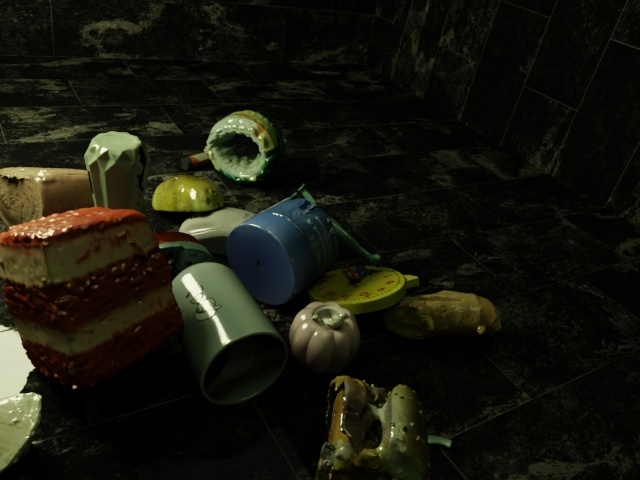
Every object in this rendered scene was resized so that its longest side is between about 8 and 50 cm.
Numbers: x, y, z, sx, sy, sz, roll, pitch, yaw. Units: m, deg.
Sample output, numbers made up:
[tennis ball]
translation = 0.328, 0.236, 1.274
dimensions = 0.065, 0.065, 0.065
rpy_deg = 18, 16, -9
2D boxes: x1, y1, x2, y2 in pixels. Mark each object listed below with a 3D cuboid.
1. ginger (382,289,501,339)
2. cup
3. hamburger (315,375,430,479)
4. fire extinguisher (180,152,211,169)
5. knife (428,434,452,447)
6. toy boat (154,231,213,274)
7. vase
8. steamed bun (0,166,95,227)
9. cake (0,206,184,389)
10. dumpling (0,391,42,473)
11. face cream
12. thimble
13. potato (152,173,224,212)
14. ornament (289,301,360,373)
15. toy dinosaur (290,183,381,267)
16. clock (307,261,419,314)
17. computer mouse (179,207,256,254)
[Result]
[ginger]
translation = 0.341, 0.206, 1.537
dimensions = 0.353, 0.127, 0.190
rpy_deg = 1, 30, -18
[cup]
translation = -0.234, 0.199, 1.278
dimensions = 0.205, 0.206, 0.312
rpy_deg = -10, 37, -31
[hamburger]
translation = 0.090, 0.394, 0.992
dimensions = 0.195, 0.318, 0.277
rpy_deg = 7, 26, 7
[fire extinguisher]
translation = -0.457, -0.314, 2.134
dimensions = 0.062, 0.050, 0.177
rpy_deg = 13, 27, 37
[knife]
translation = 0.193, 0.440, 1.229
dimensions = 0.210, 0.015, 0.028
rpy_deg = 9, 38, -6
[toy boat]
translation = -0.446, 0.071, 1.470
dimensions = 0.331, 0.145, 0.133
rpy_deg = -17, 65, -35
[vase]
translation = -0.545, -0.105, 1.489
dimensions = 0.164, 0.361, 0.165
rpy_deg = 9, 33, -6
[steamed bun]
translation = -0.768, -0.105, 1.571
dimensions = 0.301, 0.200, 0.251
rpy_deg = 9, 11, 35
[cake]
translation = -0.488, 0.100, 1.168
dimensions = 0.269, 0.320, 0.270
rpy_deg = 2, 20, 40
[dumpling]
translation = -0.586, 0.366, 0.996
dimensions = 0.176, 0.093, 0.150
rpy_deg = -17, 42, -39
[face cream]
translation = -0.101, 0.022, 1.542
dimensions = 0.248, 0.249, 0.225
rpy_deg = 28, 40, 22
[thimble]
translation = -0.284, -0.348, 2.060
dimensions = 0.287, 0.255, 0.167
rpy_deg = 7, 28, 15
[potato]
translation = -0.428, -0.157, 1.765
dimensions = 0.271, 0.111, 0.160
rpy_deg = 4, 17, 35
[ornament]
translation = 0.012, 0.232, 1.350
dimensions = 0.177, 0.178, 0.178
rpy_deg = 9, 32, -6
[toy dinosaur]
translation = 0.000, 0.000, 1.726
dimensions = 0.331, 0.383, 0.129
rpy_deg = 48, 63, -3
[clock]
translation = 0.103, 0.122, 1.545
dimensions = 0.276, 0.071, 0.293
rpy_deg = 7, 23, 40
[computer mouse]
translation = -0.285, -0.036, 1.702
dimensions = 0.296, 0.121, 0.184
rpy_deg = 17, 34, 4
